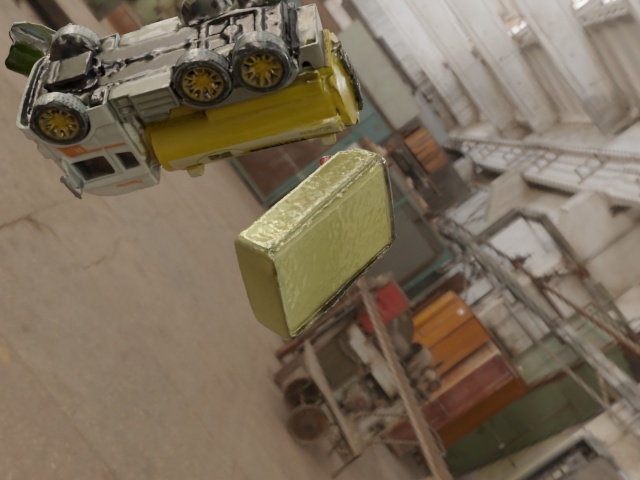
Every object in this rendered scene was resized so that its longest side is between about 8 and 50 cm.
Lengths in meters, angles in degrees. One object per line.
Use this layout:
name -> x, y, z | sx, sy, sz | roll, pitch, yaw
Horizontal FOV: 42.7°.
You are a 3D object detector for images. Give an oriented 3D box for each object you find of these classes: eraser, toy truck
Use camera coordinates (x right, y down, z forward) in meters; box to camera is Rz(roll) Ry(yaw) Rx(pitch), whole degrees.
eraser -> 0.000, 0.000, 0.795 | 0.058, 0.172, 0.117 | 23, -39, 35
toy truck -> -0.089, -0.101, 0.580 | 0.114, 0.226, 0.098 | 66, 15, -46

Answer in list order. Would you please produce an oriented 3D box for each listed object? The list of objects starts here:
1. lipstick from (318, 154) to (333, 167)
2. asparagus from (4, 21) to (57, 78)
lipstick -> 0.030, -0.060, 1.657 | 0.068, 0.061, 0.274 | 34, 40, -50
asparagus -> -0.187, -0.152, 0.854 | 0.287, 0.080, 0.080 | 19, 22, -30
